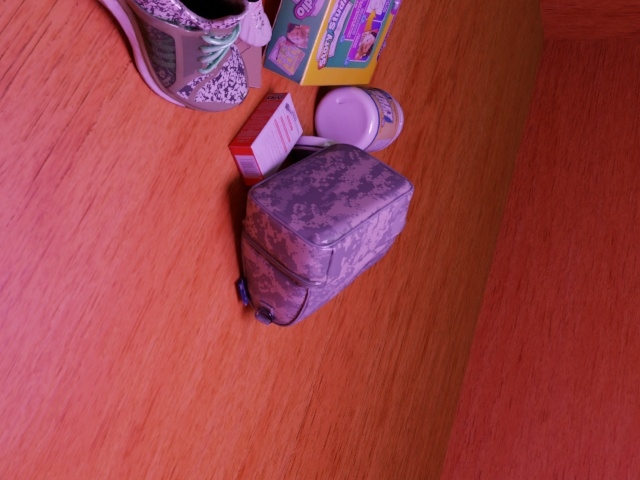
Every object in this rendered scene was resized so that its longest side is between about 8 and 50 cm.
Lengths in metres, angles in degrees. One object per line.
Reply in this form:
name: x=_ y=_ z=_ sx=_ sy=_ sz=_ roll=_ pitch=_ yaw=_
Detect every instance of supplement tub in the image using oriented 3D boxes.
supplement tub: x=0.090 y=-0.264 z=1.661 sx=0.199 sy=0.144 sz=0.145 roll=-19 pitch=112 yaw=-62

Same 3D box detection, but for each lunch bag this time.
lunch bag: x=0.000 y=0.000 z=1.411 sx=0.305 sy=0.212 sz=0.256 roll=-34 pitch=147 yaw=-39

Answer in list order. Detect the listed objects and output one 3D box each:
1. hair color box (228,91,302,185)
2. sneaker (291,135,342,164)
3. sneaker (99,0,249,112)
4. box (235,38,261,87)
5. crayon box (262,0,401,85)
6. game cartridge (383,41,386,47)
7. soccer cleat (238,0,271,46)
hair color box: x=-0.098 y=-0.188 z=1.400 sx=0.167 sy=0.053 sz=0.093 roll=-60 pitch=143 yaw=-38
sneaker: x=0.032 y=-0.121 z=1.594 sx=0.321 sy=0.126 sz=0.128 roll=25 pitch=73 yaw=-60
sneaker: x=-0.172 y=-0.295 z=1.049 sx=0.158 sy=0.182 sz=0.410 roll=-63 pitch=153 yaw=-13
box: x=-0.159 y=-0.349 z=1.282 sx=0.201 sy=0.021 sz=0.165 roll=-11 pitch=104 yaw=-62
crayon box: x=0.055 y=-0.484 z=1.458 sx=0.313 sy=0.106 sz=0.363 roll=-21 pitch=137 yaw=-60
game cartridge: x=0.084 y=-0.556 z=1.701 sx=0.196 sy=0.060 sz=0.295 roll=-53 pitch=140 yaw=-52
soccer cleat: x=-0.120 y=-0.380 z=1.243 sx=0.196 sy=0.076 sz=0.068 roll=40 pitch=58 yaw=-59
